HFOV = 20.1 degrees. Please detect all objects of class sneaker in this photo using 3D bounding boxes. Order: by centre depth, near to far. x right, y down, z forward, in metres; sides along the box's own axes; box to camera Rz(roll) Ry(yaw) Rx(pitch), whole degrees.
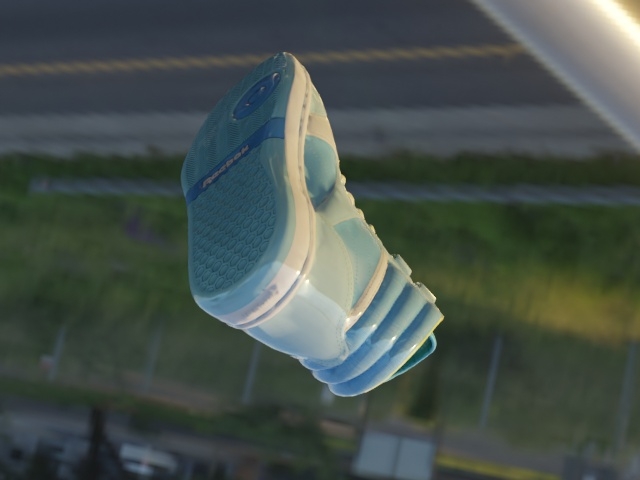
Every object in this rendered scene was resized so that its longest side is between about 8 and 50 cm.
[{"bbox_3d":[0.000,0.000,1.419,0.127,0.319,0.208,-36,119,26],"label":"sneaker"}]
